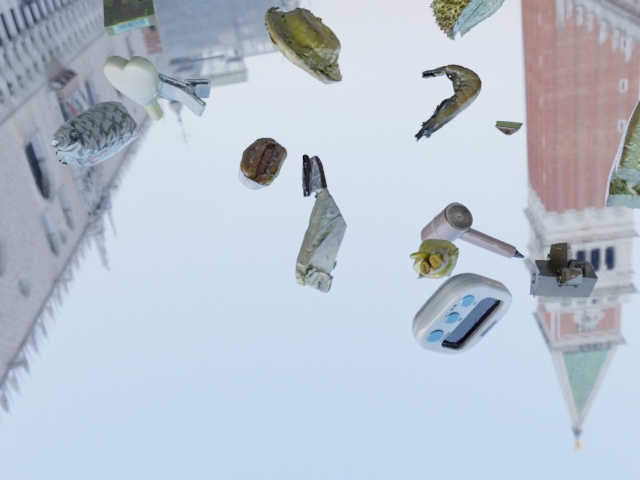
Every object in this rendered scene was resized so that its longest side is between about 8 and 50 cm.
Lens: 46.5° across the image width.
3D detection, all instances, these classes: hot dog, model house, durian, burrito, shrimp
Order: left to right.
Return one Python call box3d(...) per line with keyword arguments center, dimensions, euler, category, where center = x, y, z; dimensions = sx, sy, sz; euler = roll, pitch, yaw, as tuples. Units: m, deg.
box3d(center=(-0.591, -0.273, 1.942), dimensions=(0.101, 0.139, 0.445), euler=(-35, -166, 16), category="burrito")
box3d(center=(-0.200, -0.269, 2.545), dimensions=(0.075, 0.144, 0.268), euler=(-45, -167, 40), category="hot dog")
box3d(center=(0.007, 0.000, 2.444), dimensions=(0.107, 0.347, 0.175), euler=(14, -175, 30), category="burrito")
box3d(center=(0.325, -0.400, 2.121), dimensions=(0.262, 0.051, 0.198), euler=(-46, -129, 0), category="shrimp")
box3d(center=(0.338, -0.569, 1.640), dimensions=(0.237, 0.193, 0.137), euler=(-34, -108, -5), category="durian")
box3d(center=(0.768, 0.092, 2.315), dimensions=(0.181, 0.176, 0.248), euler=(2, 174, -1), category="model house")

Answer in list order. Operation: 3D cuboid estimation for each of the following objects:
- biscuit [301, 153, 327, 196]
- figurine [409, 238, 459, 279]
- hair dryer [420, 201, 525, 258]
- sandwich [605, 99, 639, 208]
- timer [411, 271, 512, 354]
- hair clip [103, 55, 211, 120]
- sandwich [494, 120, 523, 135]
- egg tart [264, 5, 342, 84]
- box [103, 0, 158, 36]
box3d(center=(-0.030, -0.226, 2.613), dimensions=(0.063, 0.151, 0.235), euler=(0, -175, 16), category="biscuit")
box3d(center=(0.330, 0.057, 2.167), dimensions=(0.156, 0.131, 0.246), euler=(-36, 172, 10), category="figurine")
box3d(center=(0.517, 0.006, 2.465), dimensions=(0.345, 0.189, 0.106), euler=(22, -122, -11), category="hair dryer")
box3d(center=(0.621, -0.165, 1.400), dimensions=(0.122, 0.235, 0.128), euler=(10, -121, 17), category="sandwich")
box3d(center=(0.381, 0.199, 2.028), dimensions=(0.237, 0.262, 0.087), euler=(17, -149, -39), category="timer")
box3d(center=(-0.341, -0.314, 1.538), dimensions=(0.219, 0.159, 0.071), euler=(19, -124, -10), category="hair clip")
box3d(center=(0.576, -0.341, 2.274), dimensions=(0.083, 0.044, 0.030), euler=(13, -121, 30), category="sandwich")
box3d(center=(-0.032, -0.570, 2.123), dimensions=(0.116, 0.295, 0.294), euler=(-43, -162, 21), category="egg tart")
box3d(center=(-0.454, -0.558, 1.771), dimensions=(0.122, 0.030, 0.193), euler=(-16, -133, -3), category="box")
